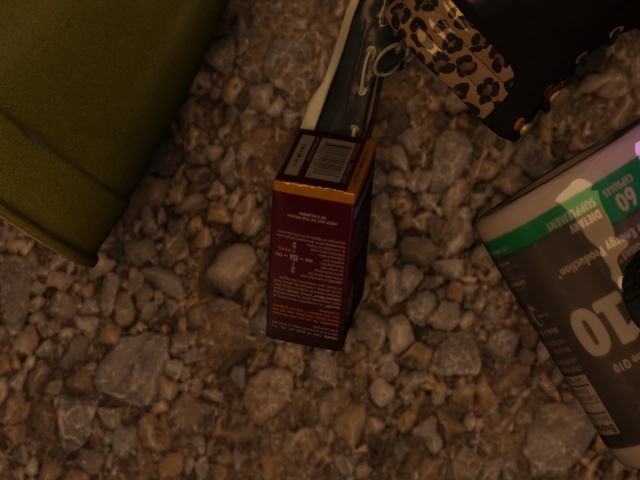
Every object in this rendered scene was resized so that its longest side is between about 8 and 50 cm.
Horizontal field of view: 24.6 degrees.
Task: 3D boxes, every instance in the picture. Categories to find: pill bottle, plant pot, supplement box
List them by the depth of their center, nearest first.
[{"bbox_3d":[0.319,0.084,1.370,0.204,0.204,0.361,-32,91,12],"label":"pill bottle"},{"bbox_3d":[-0.249,-0.222,1.384,0.366,0.366,0.353,39,89,4],"label":"plant pot"},{"bbox_3d":[0.000,0.000,1.430,0.081,0.104,0.188,11,125,9],"label":"supplement box"}]

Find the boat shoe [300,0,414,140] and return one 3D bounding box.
[{"bbox_3d":[0.049,-0.177,1.442,0.079,0.095,0.254,22,101,8],"label":"boat shoe"}]

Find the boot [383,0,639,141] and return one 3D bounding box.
[{"bbox_3d":[0.267,-0.203,1.334,0.284,0.138,0.377,-43,127,19],"label":"boot"}]

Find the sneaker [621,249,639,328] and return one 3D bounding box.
[{"bbox_3d":[0.369,0.019,1.240,0.109,0.286,0.130,-19,99,56],"label":"sneaker"}]
